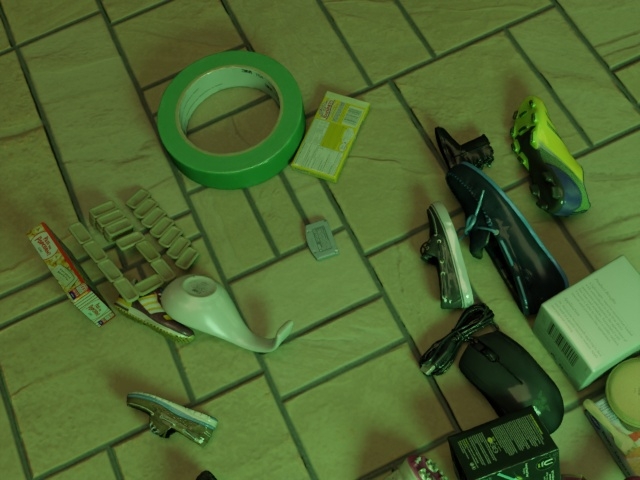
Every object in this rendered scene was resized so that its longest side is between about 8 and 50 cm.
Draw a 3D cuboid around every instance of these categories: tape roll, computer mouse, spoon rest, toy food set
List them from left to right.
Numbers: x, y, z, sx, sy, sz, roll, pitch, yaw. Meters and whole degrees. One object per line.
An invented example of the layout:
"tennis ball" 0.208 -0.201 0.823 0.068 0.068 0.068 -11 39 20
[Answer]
"spoon rest" -0.188 0.147 1.624 0.276 0.084 0.137 23 37 20
"tape roll" -0.195 -0.268 1.825 0.321 0.077 0.321 -2 65 5
"computer mouse" 0.332 0.248 1.527 0.188 0.072 0.272 -42 68 -14
"toy food set" 0.564 0.270 1.441 0.192 0.038 0.132 -40 65 2

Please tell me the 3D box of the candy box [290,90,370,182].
"candy box" 0.024 -0.229 1.808 0.105 0.027 0.205 18 68 17

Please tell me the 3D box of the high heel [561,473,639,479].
"high heel" 0.489 0.450 1.359 0.244 0.082 0.117 -7 51 40

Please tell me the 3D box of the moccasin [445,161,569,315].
"moccasin" 0.340 -0.008 1.612 0.117 0.137 0.342 -33 65 -4

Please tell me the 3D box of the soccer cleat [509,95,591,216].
"soccer cleat" 0.478 -0.172 1.714 0.121 0.093 0.289 6 57 -24

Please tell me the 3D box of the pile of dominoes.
"pile of dominoes" -0.385 0.012 1.724 0.196 0.040 0.251 -28 61 -31

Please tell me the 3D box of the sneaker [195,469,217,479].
"sneaker" -0.178 0.561 1.411 0.146 0.122 0.330 -23 64 -6

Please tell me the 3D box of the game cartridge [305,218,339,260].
"game cartridge" 0.000 0.000 1.711 0.056 0.017 0.083 -16 64 -5

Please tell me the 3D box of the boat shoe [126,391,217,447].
"boat shoe" -0.290 0.337 1.558 0.183 0.066 0.066 16 69 13

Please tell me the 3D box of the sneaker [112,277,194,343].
"sneaker" -0.322 0.137 1.654 0.186 0.069 0.083 24 70 14

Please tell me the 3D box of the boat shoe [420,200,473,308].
"boat shoe" 0.237 0.031 1.641 0.076 0.080 0.228 -13 72 -1

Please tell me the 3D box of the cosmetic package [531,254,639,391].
"cosmetic package" 0.510 0.153 1.507 0.184 0.151 0.151 -29 66 -7

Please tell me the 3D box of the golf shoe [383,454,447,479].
"golf shoe" 0.207 0.523 1.410 0.140 0.115 0.306 -40 69 16

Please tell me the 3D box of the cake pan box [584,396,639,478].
"cake pan box" 0.647 0.343 1.452 0.267 0.070 0.245 -25 67 -5

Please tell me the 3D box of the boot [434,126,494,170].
"boot" 0.306 -0.200 1.754 0.099 0.045 0.121 -20 72 0

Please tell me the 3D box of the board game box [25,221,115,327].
"board game box" -0.501 0.071 1.662 0.045 0.146 0.193 -37 67 -10

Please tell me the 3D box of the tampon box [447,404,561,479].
"tampon box" 0.317 0.380 1.426 0.161 0.120 0.101 -19 40 -4
